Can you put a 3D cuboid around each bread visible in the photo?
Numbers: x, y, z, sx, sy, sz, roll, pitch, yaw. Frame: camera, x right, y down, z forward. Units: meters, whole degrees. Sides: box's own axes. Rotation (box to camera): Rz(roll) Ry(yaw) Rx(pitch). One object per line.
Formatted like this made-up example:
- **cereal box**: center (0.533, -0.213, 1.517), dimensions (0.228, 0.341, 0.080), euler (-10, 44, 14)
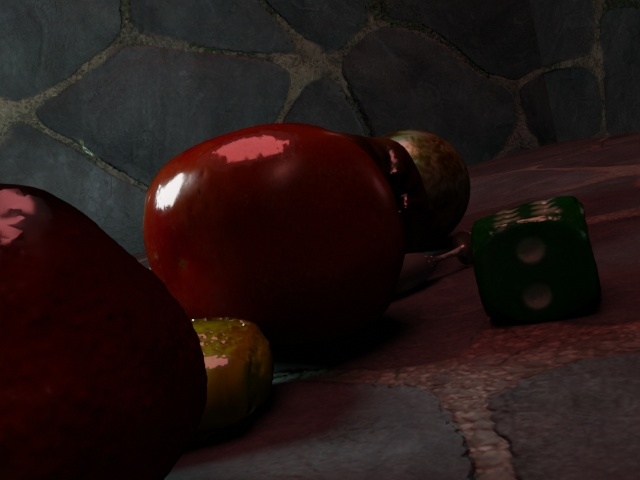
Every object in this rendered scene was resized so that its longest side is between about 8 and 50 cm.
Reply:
- **bread**: center (-0.239, 0.156, 0.703), dimensions (0.383, 0.112, 0.166), euler (-13, 7, 3)

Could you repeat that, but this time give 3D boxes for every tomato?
- **tomato**: center (-0.060, -0.001, 0.877), dimensions (0.325, 0.293, 0.290), euler (-1, 15, 41)

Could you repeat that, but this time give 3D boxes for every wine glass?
- **wine glass**: center (0.159, 0.038, 1.059), dimensions (0.198, 0.066, 0.066), euler (-18, 8, -32)

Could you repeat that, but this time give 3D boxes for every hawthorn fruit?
- **hawthorn fruit**: center (0.022, -0.044, 1.166), dimensions (0.301, 0.268, 0.267), euler (-23, -1, 43)
- **hawthorn fruit**: center (-0.238, 0.083, 0.481), dimensions (0.265, 0.307, 0.265), euler (-38, 3, 2)

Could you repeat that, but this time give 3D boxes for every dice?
- **dice**: center (0.248, 0.020, 0.793), dimensions (0.131, 0.120, 0.128), euler (-13, 8, 22)

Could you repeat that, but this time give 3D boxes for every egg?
- **egg**: center (0.167, -0.093, 1.377), dimensions (0.238, 0.238, 0.289), euler (-18, -10, -27)

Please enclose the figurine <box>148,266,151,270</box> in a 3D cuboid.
- **figurine**: center (-0.233, 0.078, 1.152), dimensions (0.308, 0.143, 0.308), euler (30, 9, -5)
